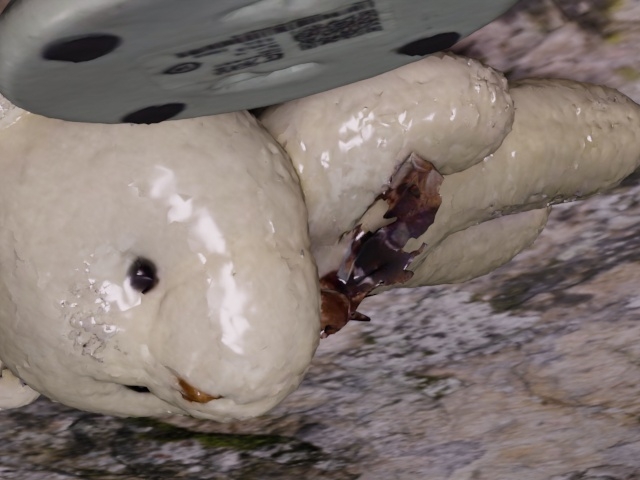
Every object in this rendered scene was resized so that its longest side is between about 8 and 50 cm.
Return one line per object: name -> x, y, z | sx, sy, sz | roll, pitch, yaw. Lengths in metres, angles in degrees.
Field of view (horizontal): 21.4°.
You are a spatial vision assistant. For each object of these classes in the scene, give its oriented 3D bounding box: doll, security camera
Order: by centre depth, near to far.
security camera -> 0.049, -0.103, 0.467 | 0.301, 0.080, 0.157 | -17, 172, 5
doll -> 0.002, -0.002, 0.635 | 0.278, 0.149, 0.175 | -11, 130, -30
